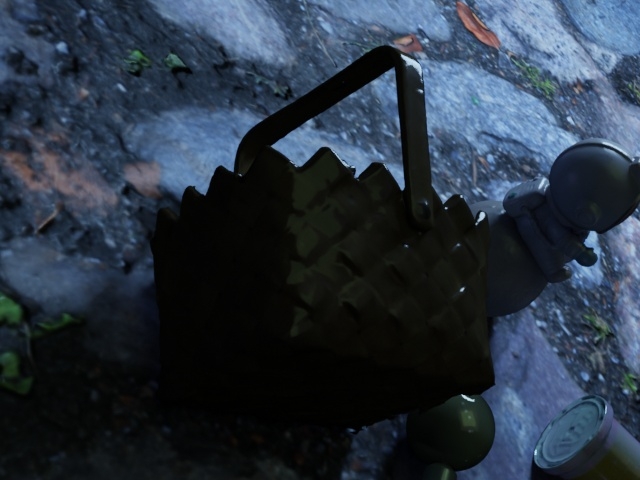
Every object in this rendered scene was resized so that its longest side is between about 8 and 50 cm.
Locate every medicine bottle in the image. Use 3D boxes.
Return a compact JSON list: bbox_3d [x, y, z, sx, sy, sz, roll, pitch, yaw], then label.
[{"bbox_3d":[0.432,0.360,1.155,0.426,0.108,0.108,44,38,-8],"label":"medicine bottle"}]

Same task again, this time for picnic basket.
[{"bbox_3d":[0.000,0.000,0.920,0.291,0.254,0.321,17,61,-35],"label":"picnic basket"}]

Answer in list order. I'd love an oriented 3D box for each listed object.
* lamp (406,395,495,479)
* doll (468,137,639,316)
[{"bbox_3d":[0.120,0.225,0.994,0.091,0.091,0.163,33,57,-19],"label":"lamp"},{"bbox_3d":[0.259,-0.021,1.160,0.151,0.287,0.151,23,47,-27],"label":"doll"}]
